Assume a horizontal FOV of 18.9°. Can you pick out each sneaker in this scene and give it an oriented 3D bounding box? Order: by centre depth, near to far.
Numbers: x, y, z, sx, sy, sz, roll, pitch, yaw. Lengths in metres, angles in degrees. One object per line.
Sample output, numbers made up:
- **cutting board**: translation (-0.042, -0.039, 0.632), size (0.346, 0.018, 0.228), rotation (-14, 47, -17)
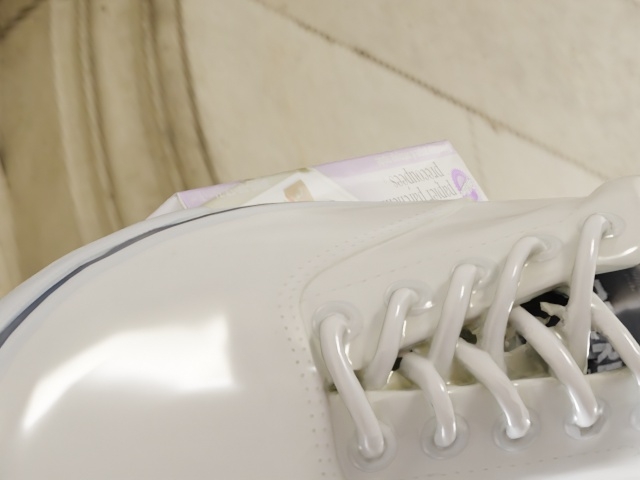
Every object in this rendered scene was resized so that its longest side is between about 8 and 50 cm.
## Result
- **sneaker**: translation (0.032, 0.023, 0.426), size (0.258, 0.094, 0.091), rotation (-13, -8, -39)

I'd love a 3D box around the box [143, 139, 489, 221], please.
- **box**: translation (0.000, 0.000, 1.032), size (0.067, 0.063, 0.324), rotation (-38, -10, 27)
